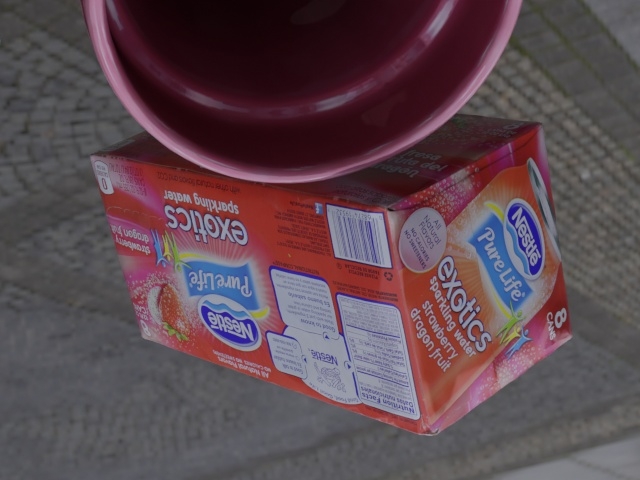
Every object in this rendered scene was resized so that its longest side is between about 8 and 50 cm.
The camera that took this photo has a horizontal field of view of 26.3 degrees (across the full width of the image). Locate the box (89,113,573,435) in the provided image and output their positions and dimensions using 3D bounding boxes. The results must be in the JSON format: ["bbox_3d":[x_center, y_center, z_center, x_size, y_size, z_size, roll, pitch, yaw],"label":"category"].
[{"bbox_3d":[0.000,0.000,0.768,0.122,0.128,0.257,-28,-154,-36],"label":"box"}]

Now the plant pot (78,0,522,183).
[{"bbox_3d":[-0.023,-0.157,0.654,0.201,0.180,0.201,-8,127,-11],"label":"plant pot"}]
